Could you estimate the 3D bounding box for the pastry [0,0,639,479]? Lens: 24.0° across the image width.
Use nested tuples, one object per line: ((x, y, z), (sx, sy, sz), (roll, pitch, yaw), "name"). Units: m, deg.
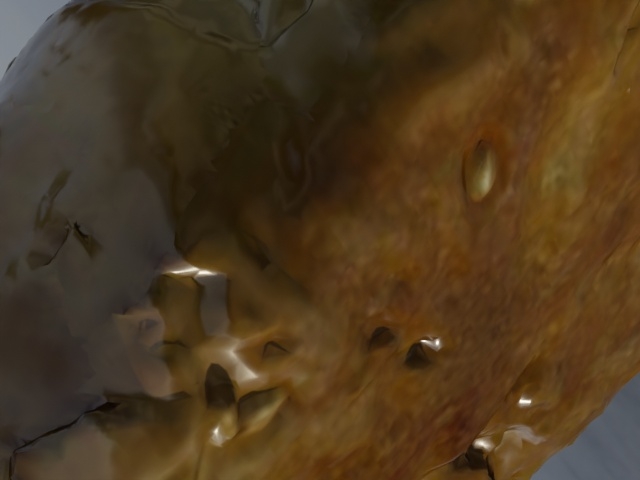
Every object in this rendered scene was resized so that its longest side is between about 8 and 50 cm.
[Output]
((0.000, 0.000, 0.467), (0.162, 0.311, 0.255), (31, 155, 33), "pastry")
